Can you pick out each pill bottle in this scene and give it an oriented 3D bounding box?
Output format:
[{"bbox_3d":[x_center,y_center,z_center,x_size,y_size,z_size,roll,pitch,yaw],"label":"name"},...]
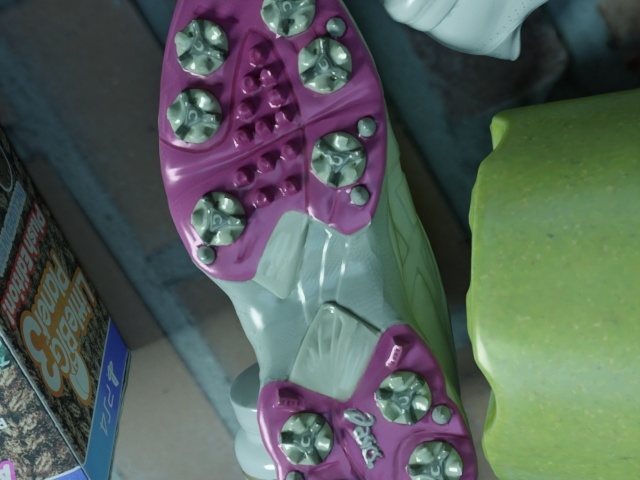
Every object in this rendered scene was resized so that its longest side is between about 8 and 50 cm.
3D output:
[{"bbox_3d":[-0.007,0.124,1.038,0.067,0.067,0.120,-16,118,9],"label":"pill bottle"}]

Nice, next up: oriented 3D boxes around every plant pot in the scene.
[{"bbox_3d":[0.205,0.025,0.890,0.253,0.276,0.276,0,120,13],"label":"plant pot"}]

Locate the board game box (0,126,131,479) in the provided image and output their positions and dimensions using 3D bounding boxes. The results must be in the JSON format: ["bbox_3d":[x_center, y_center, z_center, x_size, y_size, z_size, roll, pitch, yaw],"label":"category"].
[{"bbox_3d":[-0.262,0.019,0.938,0.232,0.141,0.291,-20,118,11],"label":"board game box"}]

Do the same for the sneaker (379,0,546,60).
[{"bbox_3d":[0.121,-0.169,0.876,0.094,0.080,0.212,25,124,-26],"label":"sneaker"}]

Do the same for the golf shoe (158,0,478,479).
[{"bbox_3d":[0.000,0.000,0.950,0.115,0.140,0.306,-13,96,10],"label":"golf shoe"}]
